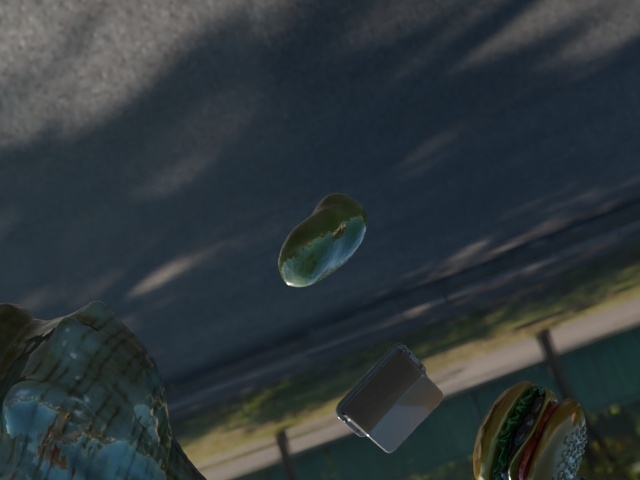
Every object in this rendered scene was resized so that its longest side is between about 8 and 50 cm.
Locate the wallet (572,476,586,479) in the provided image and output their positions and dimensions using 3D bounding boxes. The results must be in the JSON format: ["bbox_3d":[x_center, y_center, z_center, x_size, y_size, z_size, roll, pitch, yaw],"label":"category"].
[{"bbox_3d":[0.347,0.457,1.933,0.141,0.202,0.059,2,-171,-12],"label":"wallet"}]

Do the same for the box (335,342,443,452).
[{"bbox_3d":[0.089,0.199,1.590,0.122,0.062,0.089,-45,138,-3],"label":"box"}]

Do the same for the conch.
[{"bbox_3d":[-0.158,0.174,0.890,0.169,0.386,0.203,-31,160,-21],"label":"conch"}]

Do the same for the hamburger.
[{"bbox_3d":[0.255,0.252,1.565,0.115,0.162,0.162,19,-171,28],"label":"hamburger"}]

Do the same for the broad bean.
[{"bbox_3d":[0.000,0.000,1.840,0.174,0.082,0.124,-38,153,-39],"label":"broad bean"}]
